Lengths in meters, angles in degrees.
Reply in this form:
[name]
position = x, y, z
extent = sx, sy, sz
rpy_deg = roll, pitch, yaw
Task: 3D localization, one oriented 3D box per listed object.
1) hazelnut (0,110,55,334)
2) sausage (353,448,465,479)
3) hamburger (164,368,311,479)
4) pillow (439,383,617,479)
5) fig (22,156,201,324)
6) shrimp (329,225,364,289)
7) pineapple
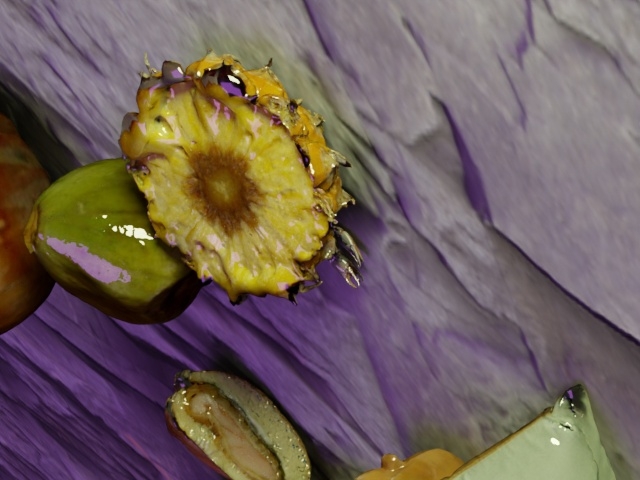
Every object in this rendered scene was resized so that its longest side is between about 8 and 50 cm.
[hazelnut]
position = -0.349, -0.018, 1.403
extent = 0.251, 0.217, 0.217
rpy_deg = 55, 154, 25
[sausage]
position = 0.107, 0.289, 1.312
extent = 0.120, 0.136, 0.241
rpy_deg = -3, 126, 51
[hamburger]
position = -0.089, 0.186, 1.478
extent = 0.176, 0.087, 0.102
rpy_deg = 41, 167, -15
[pillow]
position = 0.140, 0.309, 1.191
extent = 0.312, 0.310, 0.119
rpy_deg = 58, -177, -24
[fig]
position = -0.172, -0.003, 1.291
extent = 0.165, 0.154, 0.144
rpy_deg = 20, 112, -24
[shrimp]
position = 0.003, 0.000, 1.206
extent = 0.092, 0.029, 0.038
rpy_deg = 37, 140, 2
[pineapple]
position = -0.059, -0.053, 1.155
extent = 0.225, 0.076, 0.225
rpy_deg = 20, 128, 28
